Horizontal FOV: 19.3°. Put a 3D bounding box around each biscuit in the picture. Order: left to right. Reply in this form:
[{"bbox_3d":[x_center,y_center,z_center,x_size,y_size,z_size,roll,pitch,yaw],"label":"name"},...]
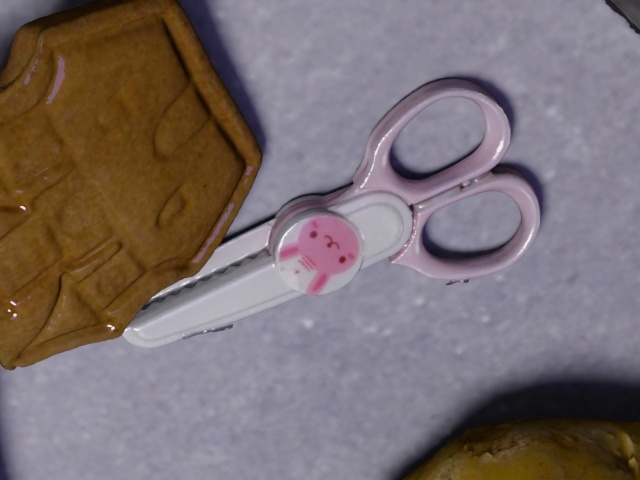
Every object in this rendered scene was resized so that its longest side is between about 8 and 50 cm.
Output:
[{"bbox_3d":[-0.131,-0.016,0.949,0.215,0.034,0.182,-41,134,-13],"label":"biscuit"}]

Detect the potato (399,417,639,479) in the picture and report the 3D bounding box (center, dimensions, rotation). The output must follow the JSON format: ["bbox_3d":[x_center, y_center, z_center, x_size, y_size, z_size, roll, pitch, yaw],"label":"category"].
[{"bbox_3d":[0.204,0.200,1.114,0.369,0.176,0.195,3,90,-16],"label":"potato"}]

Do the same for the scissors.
[{"bbox_3d":[0.000,0.000,1.039,0.242,0.030,0.118,-23,118,0],"label":"scissors"}]
